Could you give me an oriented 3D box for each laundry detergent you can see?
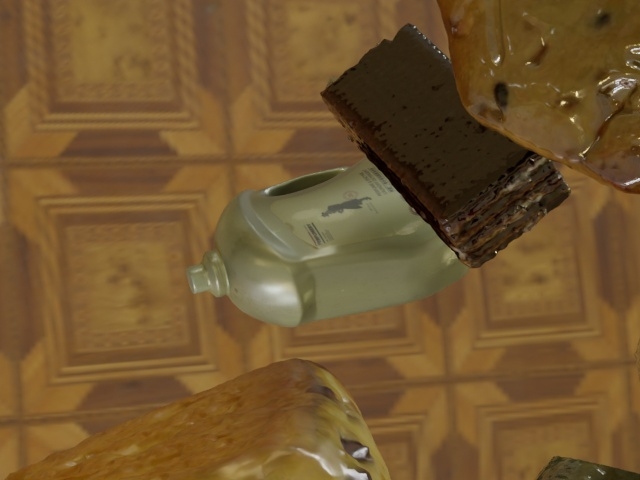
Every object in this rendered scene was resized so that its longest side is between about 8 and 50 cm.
[{"bbox_3d":[0.000,0.000,1.656,0.253,0.181,0.091,-16,132,-12],"label":"laundry detergent"}]

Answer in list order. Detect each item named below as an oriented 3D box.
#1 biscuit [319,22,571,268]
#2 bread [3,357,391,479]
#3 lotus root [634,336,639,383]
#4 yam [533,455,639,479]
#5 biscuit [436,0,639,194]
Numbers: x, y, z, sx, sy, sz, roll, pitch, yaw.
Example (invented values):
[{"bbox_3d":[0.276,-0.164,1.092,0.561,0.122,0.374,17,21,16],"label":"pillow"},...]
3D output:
[{"bbox_3d":[0.096,-0.085,1.504,0.106,0.252,0.070,-39,132,-1],"label":"biscuit"},{"bbox_3d":[-0.081,0.138,0.737,0.235,0.210,0.099,-23,95,1],"label":"bread"},{"bbox_3d":[0.295,0.095,0.945,0.343,0.151,0.169,36,62,-32],"label":"lotus root"},{"bbox_3d":[0.128,0.146,0.904,0.070,0.070,0.146,63,33,-9],"label":"yam"},{"bbox_3d":[0.237,-0.201,1.237,0.046,0.359,0.359,31,67,-56],"label":"biscuit"}]
